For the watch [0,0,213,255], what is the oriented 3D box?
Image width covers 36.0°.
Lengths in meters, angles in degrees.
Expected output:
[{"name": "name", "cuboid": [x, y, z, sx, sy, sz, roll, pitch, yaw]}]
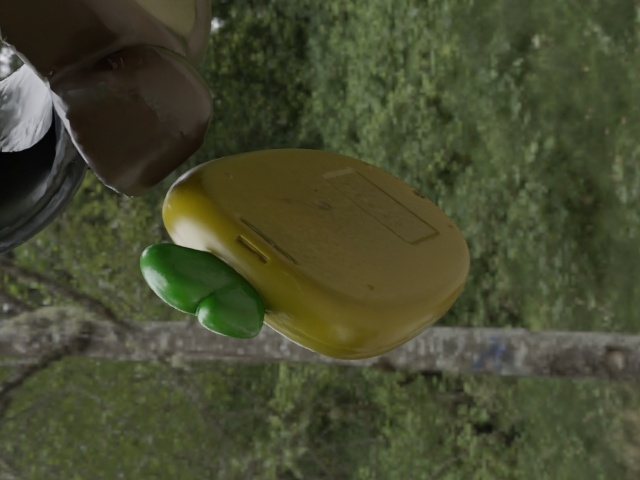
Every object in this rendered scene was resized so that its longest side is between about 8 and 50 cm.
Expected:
[{"name": "watch", "cuboid": [-0.259, -0.148, 0.527, 0.335, 0.327, 0.314, 53, -162, -47]}]

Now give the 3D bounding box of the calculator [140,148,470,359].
[{"name": "calculator", "cuboid": [0.000, 0.000, 0.527, 0.235, 0.146, 0.032, -21, -36, -57]}]
